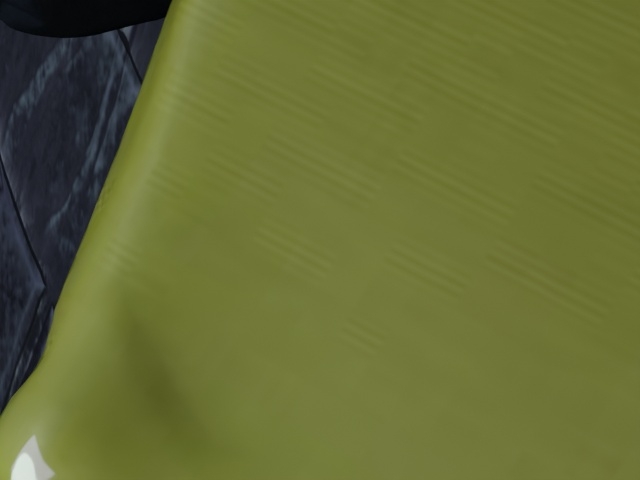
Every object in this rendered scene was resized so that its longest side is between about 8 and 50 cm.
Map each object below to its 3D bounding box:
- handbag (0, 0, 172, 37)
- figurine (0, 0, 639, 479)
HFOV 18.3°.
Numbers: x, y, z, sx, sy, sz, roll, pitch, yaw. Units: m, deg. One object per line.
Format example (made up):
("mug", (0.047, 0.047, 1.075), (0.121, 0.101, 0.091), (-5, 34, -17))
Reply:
("handbag", (-0.145, -0.313, 1.168), (0.275, 0.178, 0.302), (99, 158, -55))
("figurine", (0.130, -0.003, 0.538), (0.266, 0.378, 0.361), (35, 86, 17))
